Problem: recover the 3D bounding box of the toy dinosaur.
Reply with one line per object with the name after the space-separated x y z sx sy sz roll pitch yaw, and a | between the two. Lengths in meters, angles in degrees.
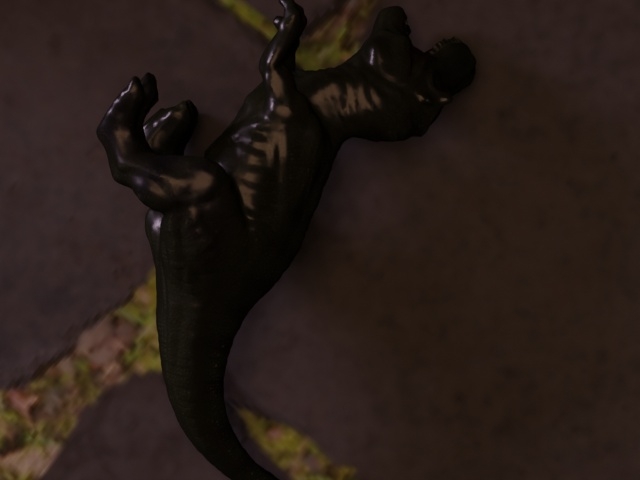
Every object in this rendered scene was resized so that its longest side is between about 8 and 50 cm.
0.000 0.000 0.751 0.187 0.087 0.179 -39 81 6 | toy dinosaur
